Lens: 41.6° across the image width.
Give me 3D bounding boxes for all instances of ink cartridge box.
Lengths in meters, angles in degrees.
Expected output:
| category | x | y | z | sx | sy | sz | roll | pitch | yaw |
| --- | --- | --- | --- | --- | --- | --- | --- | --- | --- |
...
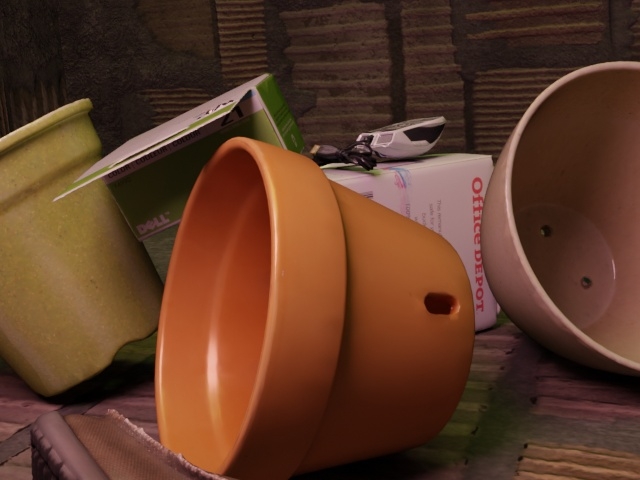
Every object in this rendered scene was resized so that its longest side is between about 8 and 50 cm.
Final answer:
| category | x | y | z | sx | sy | sz | roll | pitch | yaw |
| --- | --- | --- | --- | --- | --- | --- | --- | --- | --- |
| ink cartridge box | 0.064 | 0.019 | 1.030 | 0.306 | 0.226 | 0.131 | -10 | 13 | -34 |
| ink cartridge box | -0.128 | -0.073 | 0.844 | 0.189 | 0.097 | 0.255 | -24 | 15 | 11 |

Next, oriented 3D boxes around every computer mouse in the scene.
| category | x | y | z | sx | sy | sz | roll | pitch | yaw |
| --- | --- | --- | --- | --- | --- | --- | --- | --- | --- |
| computer mouse | 0.083 | -0.113 | 1.014 | 0.193 | 0.042 | 0.106 | -20 | 14 | -38 |

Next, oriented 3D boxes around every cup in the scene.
| category | x | y | z | sx | sy | sz | roll | pitch | yaw |
| --- | --- | --- | --- | --- | --- | --- | --- | --- | --- |
| cup | 0.310 | 0.003 | 0.944 | 0.331 | 0.331 | 0.237 | -7 | -14 | -16 |

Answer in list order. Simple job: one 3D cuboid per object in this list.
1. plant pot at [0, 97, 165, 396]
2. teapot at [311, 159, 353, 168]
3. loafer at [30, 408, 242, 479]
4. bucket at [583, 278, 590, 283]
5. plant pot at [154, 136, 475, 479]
| category | x | y | z | sx | sy | sz | roll | pitch | yaw |
| --- | --- | --- | --- | --- | --- | --- | --- | --- | --- |
| plant pot | -0.305 | 0.022 | 0.938 | 0.276 | 0.254 | 0.276 | -30 | 12 | 7 |
| teapot | 0.000 | 0.000 | 1.287 | 0.256 | 0.187 | 0.252 | -27 | -16 | 18 |
| loafer | -0.057 | 0.200 | 0.474 | 0.130 | 0.134 | 0.366 | -7 | 21 | -39 |
| bucket | 0.454 | -0.011 | 1.175 | 0.281 | 0.183 | 0.281 | -4 | 12 | 1 |
| plant pot | -0.005 | 0.072 | 0.730 | 0.203 | 0.291 | 0.291 | 9 | 6 | -24 |
